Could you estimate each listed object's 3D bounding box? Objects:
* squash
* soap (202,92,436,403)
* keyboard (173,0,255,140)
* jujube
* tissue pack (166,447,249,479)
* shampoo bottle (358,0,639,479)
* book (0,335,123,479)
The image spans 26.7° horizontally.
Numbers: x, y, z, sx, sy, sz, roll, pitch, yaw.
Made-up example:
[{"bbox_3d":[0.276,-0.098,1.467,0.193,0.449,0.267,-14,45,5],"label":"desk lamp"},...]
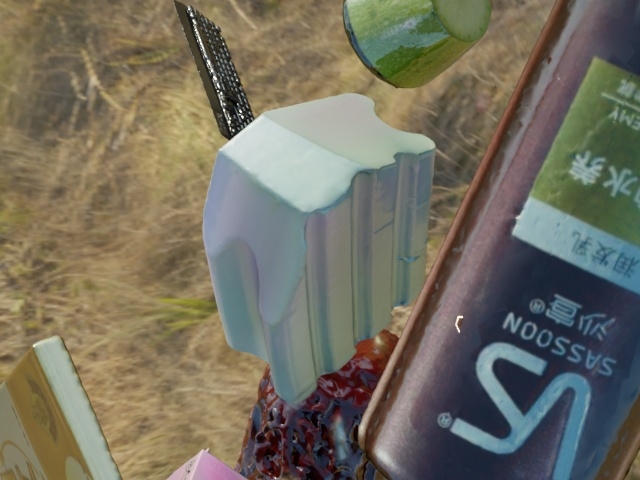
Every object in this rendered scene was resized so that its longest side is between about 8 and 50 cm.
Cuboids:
[{"bbox_3d":[0.125,-0.275,1.631,0.123,0.170,0.170,-14,84,44],"label":"squash"},{"bbox_3d":[0.000,0.000,1.266,0.115,0.347,0.208,41,71,20],"label":"soap"},{"bbox_3d":[-0.096,-0.157,1.305,0.015,0.074,0.196,-34,50,15],"label":"keyboard"},{"bbox_3d":[0.019,0.286,1.688,0.258,0.258,0.377,18,120,14],"label":"jujube"},{"bbox_3d":[-0.078,0.364,1.507,0.246,0.148,0.092,36,126,-14],"label":"tissue pack"},{"bbox_3d":[0.105,0.042,0.627,0.129,0.084,0.323,26,100,4],"label":"shampoo bottle"},{"bbox_3d":[-0.160,0.186,0.860,0.020,0.295,0.208,-22,83,-26],"label":"book"}]
